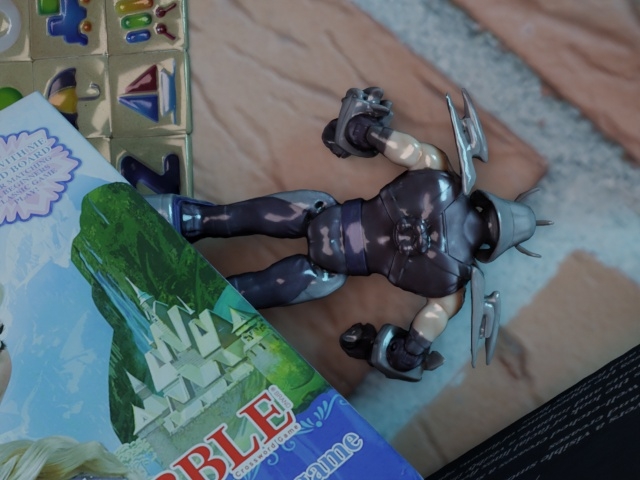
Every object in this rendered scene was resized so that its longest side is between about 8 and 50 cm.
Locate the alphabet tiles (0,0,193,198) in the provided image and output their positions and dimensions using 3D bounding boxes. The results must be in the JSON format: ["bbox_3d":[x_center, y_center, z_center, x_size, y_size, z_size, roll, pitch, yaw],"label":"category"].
[{"bbox_3d":[-0.257,-0.096,0.632,0.343,0.011,0.285,-2,92,11],"label":"alphabet tiles"}]

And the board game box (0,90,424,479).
[{"bbox_3d":[-0.174,0.110,0.390,0.319,0.066,0.318,-37,59,-21],"label":"board game box"}]

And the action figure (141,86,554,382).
[{"bbox_3d":[0.000,0.000,0.541,0.285,0.099,0.185,-6,83,3],"label":"action figure"}]

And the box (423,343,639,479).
[{"bbox_3d":[0.104,0.216,0.331,0.293,0.395,0.212,-42,81,31],"label":"box"}]
